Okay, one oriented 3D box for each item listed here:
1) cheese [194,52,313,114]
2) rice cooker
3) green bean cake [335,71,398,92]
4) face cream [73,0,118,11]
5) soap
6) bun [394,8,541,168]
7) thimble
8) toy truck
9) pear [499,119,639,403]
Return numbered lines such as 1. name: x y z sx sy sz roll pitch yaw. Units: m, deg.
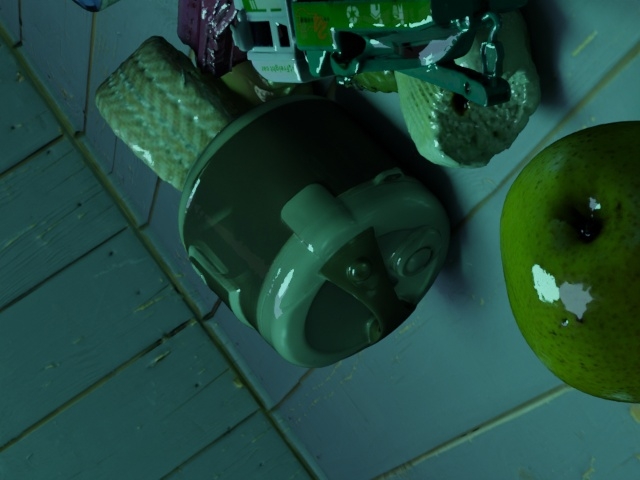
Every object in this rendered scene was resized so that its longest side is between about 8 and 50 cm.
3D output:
1. cheese: -0.096 -0.257 2.321 0.226 0.117 0.214 41 155 28
2. rice cooker: -0.004 -0.002 2.167 0.325 0.335 0.335 45 160 31
3. green bean cake: 0.052 -0.287 1.829 0.200 0.113 0.214 24 143 63
4. face cream: -0.305 -0.488 2.264 0.249 0.225 0.249 48 161 22
5. soap: -0.102 -0.337 2.100 0.099 0.162 0.250 59 163 13
6. bun: 0.169 -0.182 1.676 0.212 0.127 0.203 133 126 -66
7. thimble: -0.213 -0.186 2.245 0.196 0.148 0.229 41 -172 -33
8. toy truck: 0.053 -0.239 1.557 0.363 0.177 0.177 15 114 51
9. pear: 0.301 0.019 1.441 0.294 0.294 0.294 49 162 22
